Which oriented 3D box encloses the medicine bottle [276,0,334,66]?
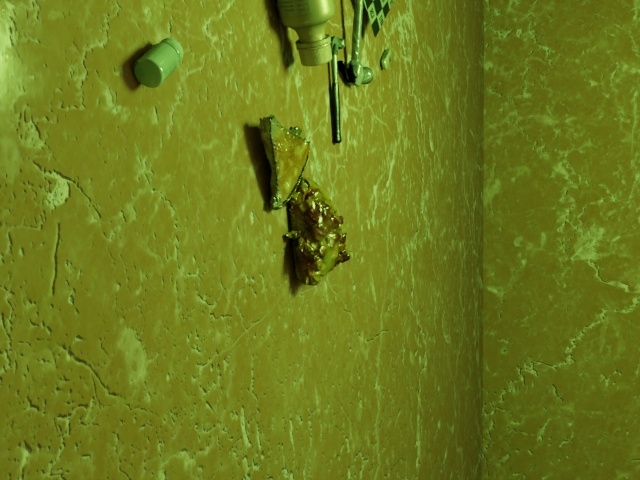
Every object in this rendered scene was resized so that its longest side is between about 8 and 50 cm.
[{"bbox_3d":[-0.031,-0.478,1.680,0.114,0.114,0.252,-57,140,-55],"label":"medicine bottle"}]

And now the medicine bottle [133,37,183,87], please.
[{"bbox_3d":[-0.237,-0.263,1.238,0.083,0.047,0.047,-64,145,-50],"label":"medicine bottle"}]

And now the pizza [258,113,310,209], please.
[{"bbox_3d":[-0.083,-0.170,1.615,0.195,0.052,0.185,67,37,-51],"label":"pizza"}]

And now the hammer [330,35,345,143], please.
[{"bbox_3d":[0.033,-0.349,1.951,0.103,0.029,0.246,-17,106,-68],"label":"hammer"}]

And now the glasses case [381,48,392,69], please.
[{"bbox_3d":[0.186,-0.507,2.347,0.083,0.021,0.032,-67,146,-46],"label":"glasses case"}]

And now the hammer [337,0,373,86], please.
[{"bbox_3d":[0.095,-0.590,2.033,0.152,0.044,0.427,-17,112,-65],"label":"hammer"}]

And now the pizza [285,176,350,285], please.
[{"bbox_3d":[0.000,0.000,1.769,0.289,0.081,0.229,64,32,-47],"label":"pizza"}]

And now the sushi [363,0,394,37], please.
[{"bbox_3d":[0.129,-0.665,2.177,0.215,0.050,0.192,-64,146,-35],"label":"sushi"}]
